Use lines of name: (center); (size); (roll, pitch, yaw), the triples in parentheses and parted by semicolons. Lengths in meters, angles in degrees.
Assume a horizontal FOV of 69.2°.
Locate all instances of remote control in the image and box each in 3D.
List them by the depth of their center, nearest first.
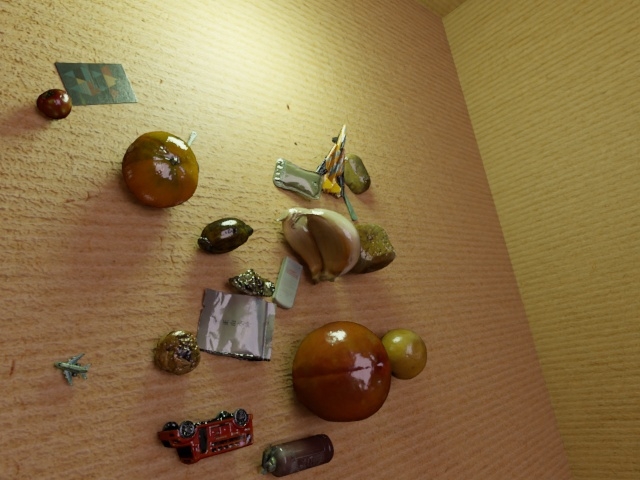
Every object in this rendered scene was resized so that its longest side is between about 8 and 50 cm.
remote control: (-0.120, 0.157, 1.702); (0.088, 0.029, 0.190); (34, 52, -30)

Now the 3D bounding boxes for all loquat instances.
loquat: (0.328, 0.461, 1.894); (0.208, 0.208, 0.208); (20, 60, -38)

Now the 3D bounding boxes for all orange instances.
orange: (-0.476, -0.217, 1.404); (0.240, 0.171, 0.240); (17, 63, -36)

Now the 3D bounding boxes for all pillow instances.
pillow: (-0.088, -0.246, 1.883); (0.218, 0.033, 0.130); (20, 67, -23)

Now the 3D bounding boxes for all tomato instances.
tomato: (-0.736, -0.378, 1.291); (0.075, 0.087, 0.087); (73, 26, -51)

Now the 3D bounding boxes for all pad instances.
pad: (-0.688, -0.487, 1.438); (0.211, 0.003, 0.142); (-24, 90, -48)

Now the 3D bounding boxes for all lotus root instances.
lotus root: (-0.308, -0.020, 1.528); (0.210, 0.120, 0.120); (-19, 87, -45)

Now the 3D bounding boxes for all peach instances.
peach: (0.082, 0.440, 1.581); (0.343, 0.302, 0.342); (18, 62, -38)

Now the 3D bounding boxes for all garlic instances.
garlic: (0.000, 0.000, 1.738); (0.250, 0.286, 0.313); (-25, 94, -12)

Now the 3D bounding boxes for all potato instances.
potato: (0.169, -0.319, 2.161); (0.164, 0.081, 0.200); (-32, 94, -46)

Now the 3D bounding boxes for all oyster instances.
oyster: (-0.230, 0.141, 1.560); (0.177, 0.056, 0.105); (14, 33, -32)

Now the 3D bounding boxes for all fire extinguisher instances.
fire extinguisher: (-0.083, 0.676, 1.464); (0.269, 0.105, 0.104); (9, 67, -42)

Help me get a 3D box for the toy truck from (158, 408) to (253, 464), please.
toy truck: (-0.312, 0.543, 1.288); (0.253, 0.108, 0.114); (5, 69, -44)

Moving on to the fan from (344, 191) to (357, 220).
fan: (0.120, -0.179, 2.097); (0.038, 0.016, 0.193); (-24, 91, -50)

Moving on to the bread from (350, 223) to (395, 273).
bread: (0.180, 0.042, 1.945); (0.246, 0.176, 0.195); (-4, 64, -42)

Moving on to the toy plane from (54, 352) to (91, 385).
toy plane: (-0.613, 0.315, 1.145); (0.083, 0.033, 0.080); (25, 57, -27)

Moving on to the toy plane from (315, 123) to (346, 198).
toy plane: (0.057, -0.355, 2.025); (0.204, 0.103, 0.315); (19, 76, -40)

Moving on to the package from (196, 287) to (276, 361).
package: (-0.268, 0.275, 1.493); (0.251, 0.062, 0.203); (17, 61, -25)

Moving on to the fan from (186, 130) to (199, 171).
fan: (-0.465, -0.287, 1.569); (0.153, 0.008, 0.226); (33, 53, -29)

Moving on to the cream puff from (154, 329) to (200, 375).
cream puff: (-0.396, 0.318, 1.311); (0.133, 0.104, 0.119); (50, 39, -19)
